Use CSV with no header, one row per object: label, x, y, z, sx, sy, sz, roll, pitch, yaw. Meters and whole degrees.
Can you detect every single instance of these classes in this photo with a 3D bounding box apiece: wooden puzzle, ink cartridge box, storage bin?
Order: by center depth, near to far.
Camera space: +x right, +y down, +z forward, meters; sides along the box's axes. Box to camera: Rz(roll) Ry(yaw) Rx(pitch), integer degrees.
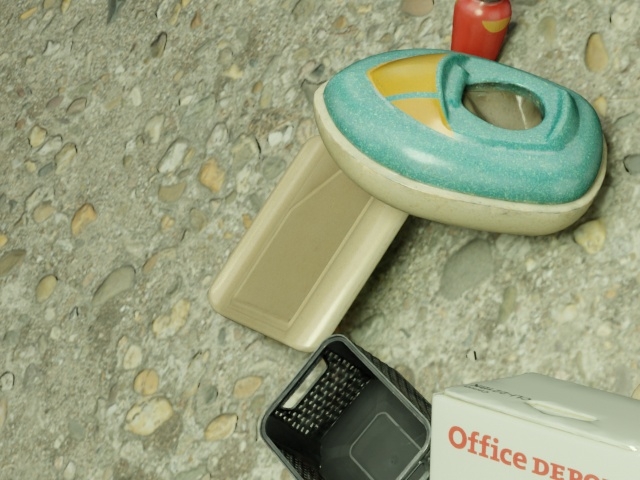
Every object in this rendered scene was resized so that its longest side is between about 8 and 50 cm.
ink cartridge box,0.181,0.246,1.179,0.197,0.114,0.273,12,106,46
storage bin,0.043,0.183,1.465,0.122,0.084,0.180,-51,41,4
wooden puzzle,0.000,0.000,1.624,0.221,0.044,0.239,-57,27,-7

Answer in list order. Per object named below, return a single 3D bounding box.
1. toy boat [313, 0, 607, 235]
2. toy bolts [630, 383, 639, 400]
toy boat,0.136,-0.149,1.505,0.267,0.148,0.318,12,43,2
toy bolts,0.311,0.127,1.168,0.158,0.218,0.228,-33,37,4
